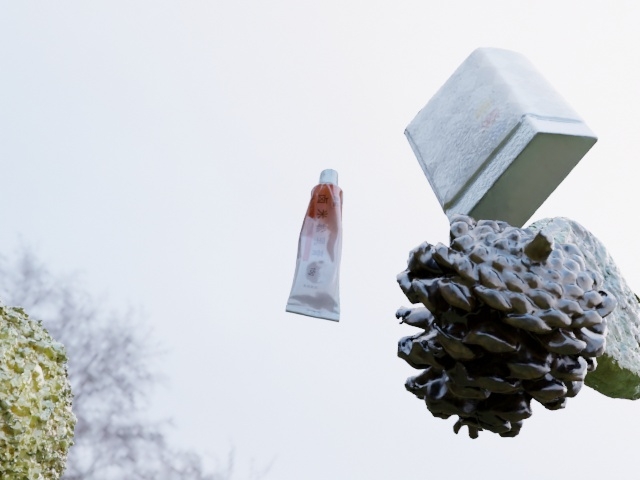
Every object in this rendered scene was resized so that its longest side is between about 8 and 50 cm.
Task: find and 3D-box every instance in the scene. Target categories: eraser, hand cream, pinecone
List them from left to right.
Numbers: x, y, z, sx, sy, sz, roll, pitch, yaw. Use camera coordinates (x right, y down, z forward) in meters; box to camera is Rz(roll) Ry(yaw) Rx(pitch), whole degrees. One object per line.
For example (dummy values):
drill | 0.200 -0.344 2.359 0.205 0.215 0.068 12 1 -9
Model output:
hand cream | -0.001 0.001 1.384 0.052 0.216 0.038 -10 -45 16
pinecone | 0.189 0.098 1.377 0.243 0.257 0.243 32 6 -4
eraser | 0.239 -0.146 1.739 0.082 0.397 0.213 35 -73 -18

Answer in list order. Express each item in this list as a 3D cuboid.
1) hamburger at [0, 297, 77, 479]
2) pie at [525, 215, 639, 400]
hamburger | -0.334 0.174 1.254 0.138 0.243 0.262 -21 -65 19
pie | 0.356 0.088 1.627 0.277 0.277 0.078 41 -57 -10
